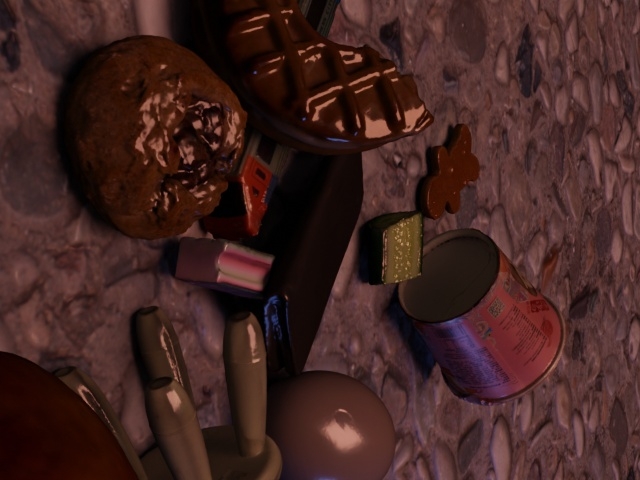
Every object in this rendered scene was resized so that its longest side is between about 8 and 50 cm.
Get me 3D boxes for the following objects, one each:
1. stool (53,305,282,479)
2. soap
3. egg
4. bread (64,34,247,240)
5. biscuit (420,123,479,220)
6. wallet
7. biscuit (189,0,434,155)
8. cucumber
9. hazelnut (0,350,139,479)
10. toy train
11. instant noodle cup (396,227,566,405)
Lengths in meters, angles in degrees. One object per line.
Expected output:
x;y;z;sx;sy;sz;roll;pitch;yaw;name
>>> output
-0.159;0.200;1.144;0.195;0.195;0.199;-42;124;-47;stool
-0.116;0.035;1.275;0.149;0.100;0.056;21;78;-57;soap
0.003;0.267;1.412;0.232;0.176;0.176;29;69;-45;egg
-0.176;-0.117;1.152;0.230;0.123;0.230;-2;92;-57;bread
0.225;-0.115;1.839;0.205;0.031;0.138;-54;135;-39;biscuit
0.000;0.000;1.423;0.197;0.051;0.377;86;20;-48;wallet
-0.023;-0.274;1.255;0.268;0.115;0.366;-14;80;-23;biscuit
0.112;0.013;1.654;0.116;0.062;0.115;-9;99;-49;cucumber
-0.305;0.295;0.747;0.429;0.402;0.402;-47;132;-28;hazelnut
-0.069;-0.197;1.333;0.089;0.086;0.409;40;61;-44;toy train
0.264;0.124;1.760;0.231;0.243;0.243;48;54;-38;instant noodle cup
